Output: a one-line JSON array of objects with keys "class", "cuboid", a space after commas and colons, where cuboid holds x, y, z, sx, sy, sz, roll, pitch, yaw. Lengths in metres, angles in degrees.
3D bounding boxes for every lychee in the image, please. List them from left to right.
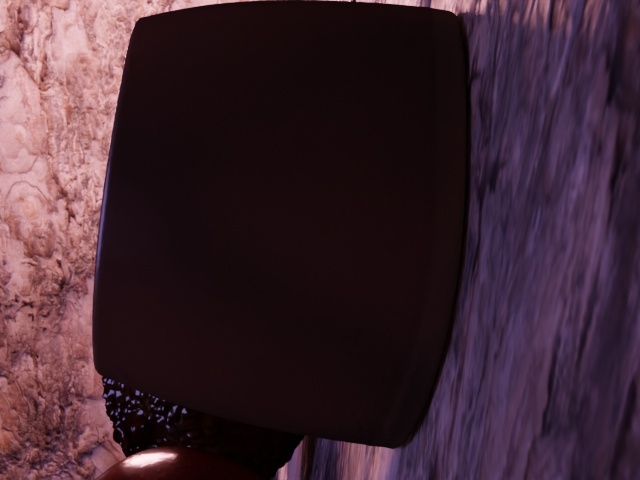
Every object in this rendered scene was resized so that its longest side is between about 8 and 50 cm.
[{"class": "lychee", "cuboid": [-0.128, 0.176, 1.486, 0.260, 0.261, 0.260, -173, 90, -85]}]

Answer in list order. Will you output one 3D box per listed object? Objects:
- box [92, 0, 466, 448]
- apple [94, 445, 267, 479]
[{"class": "box", "cuboid": [-0.033, -0.015, 0.854, 0.301, 0.216, 0.300, -175, 90, -84]}, {"class": "apple", "cuboid": [-0.138, 0.359, 1.219, 0.317, 0.288, 0.288, -123, 39, -67]}]
